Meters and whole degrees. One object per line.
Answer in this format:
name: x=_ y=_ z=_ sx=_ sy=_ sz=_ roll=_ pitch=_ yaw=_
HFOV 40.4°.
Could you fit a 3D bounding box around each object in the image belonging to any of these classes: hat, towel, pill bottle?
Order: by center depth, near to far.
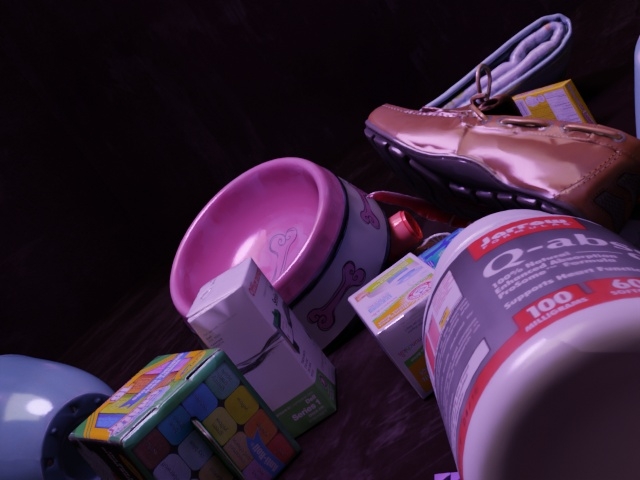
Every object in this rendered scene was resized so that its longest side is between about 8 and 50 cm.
pill bottle: x=0.190 y=0.095 z=0.678 sx=0.210 sy=0.210 sz=0.363 roll=-34 pitch=12 yaw=8
hat: x=0.220 y=-0.062 z=1.142 sx=0.173 sy=0.183 sz=0.208 roll=-48 pitch=-16 yaw=31
towel: x=0.355 y=-0.294 z=1.819 sx=0.374 sy=0.090 sz=0.320 roll=-34 pitch=-11 yaw=5

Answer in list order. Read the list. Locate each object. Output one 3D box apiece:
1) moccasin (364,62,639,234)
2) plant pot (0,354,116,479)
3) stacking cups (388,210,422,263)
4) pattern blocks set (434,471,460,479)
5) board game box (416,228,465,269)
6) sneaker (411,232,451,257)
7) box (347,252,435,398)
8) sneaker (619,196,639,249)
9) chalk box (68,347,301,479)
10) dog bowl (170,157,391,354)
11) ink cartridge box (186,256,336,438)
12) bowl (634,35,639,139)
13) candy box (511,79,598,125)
moccasin: x=0.194 y=-0.107 z=0.989 sx=0.147 sy=0.139 sz=0.380 roll=-53 pitch=32 yaw=-11
plant pot: x=-0.444 y=0.332 z=1.411 sx=0.235 sy=0.293 sz=0.293 roll=-6 pitch=28 yaw=38
stacking cups: x=0.041 y=0.059 z=1.554 sx=0.316 sy=0.096 sz=0.096 roll=-32 pitch=12 yaw=17
pattern blocks set: x=0.029 y=0.313 z=0.730 sx=0.325 sy=0.026 sz=0.285 roll=-41 pitch=12 yaw=-24
board game box: x=0.239 y=0.009 z=1.298 sx=0.210 sy=0.047 sz=0.160 roll=-35 pitch=10 yaw=5
sneaker: x=0.193 y=0.003 z=1.494 sx=0.083 sy=0.032 sz=0.037 roll=-27 pitch=14 yaw=33
box: x=0.123 y=0.103 z=1.113 sx=0.114 sy=0.103 sz=0.203 roll=-36 pitch=11 yaw=-1
sneaker: x=0.361 y=-0.008 z=0.872 sx=0.100 sy=0.108 sz=0.271 roll=-37 pitch=13 yaw=-19
chalk box: x=-0.166 y=0.262 z=1.122 sx=0.179 sy=0.180 sz=0.289 roll=-43 pitch=15 yaw=-31
dog bowl: x=-0.087 y=0.031 z=1.497 sx=0.408 sy=0.150 sz=0.408 roll=-25 pitch=40 yaw=24
ink cartridge box: x=-0.077 y=0.147 z=1.215 sx=0.092 sy=0.219 sz=0.160 roll=-34 pitch=12 yaw=8
bowl: x=0.482 y=-0.205 z=0.969 sx=0.311 sy=0.163 sz=0.311 roll=-28 pitch=30 yaw=17
candy box: x=0.421 y=-0.232 z=1.606 sx=0.027 sy=0.105 sz=0.206 roll=-39 pitch=12 yaw=-14
